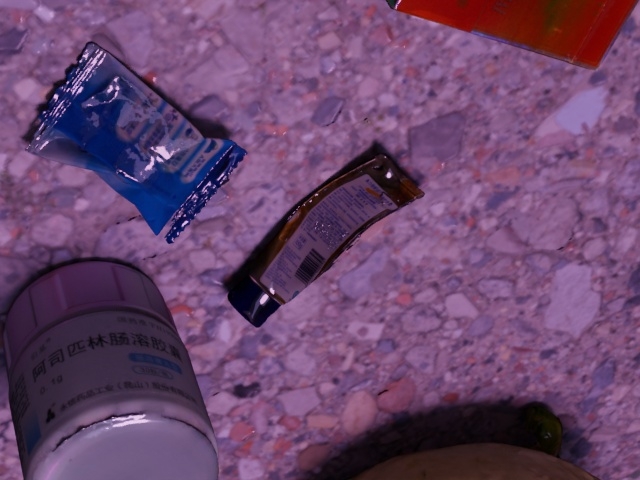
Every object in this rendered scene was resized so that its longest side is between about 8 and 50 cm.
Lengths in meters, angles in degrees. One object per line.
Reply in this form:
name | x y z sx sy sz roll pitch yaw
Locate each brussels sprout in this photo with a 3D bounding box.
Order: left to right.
brussels sprout | 0.195 0.188 1.297 0.051 0.046 0.083 4 125 -23

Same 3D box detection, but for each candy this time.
candy | -0.127 -0.062 0.979 0.136 0.038 0.088 34 106 -28

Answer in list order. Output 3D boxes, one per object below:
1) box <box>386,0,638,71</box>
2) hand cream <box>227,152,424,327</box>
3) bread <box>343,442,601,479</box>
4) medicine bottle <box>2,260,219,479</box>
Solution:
box | 0.136 -0.189 0.970 0.175 0.048 0.112 13 120 -28
hand cream | 0.000 0.000 1.082 0.163 0.039 0.062 -41 128 6
bread | 0.120 0.324 1.227 0.320 0.237 0.321 0 141 0
medicine bottle | -0.151 0.111 1.020 0.135 0.168 0.135 -10 129 -13
